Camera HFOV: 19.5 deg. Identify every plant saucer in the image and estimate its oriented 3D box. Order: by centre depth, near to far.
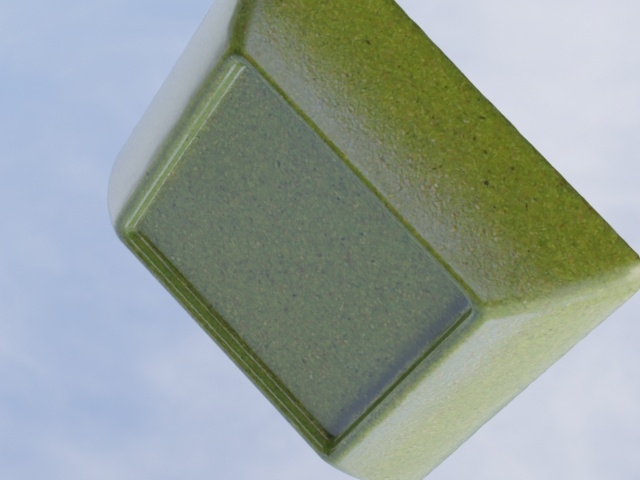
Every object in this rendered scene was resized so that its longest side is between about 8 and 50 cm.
[{"bbox_3d":[0.000,0.000,0.706,0.045,0.188,0.188,-38,172,-40],"label":"plant saucer"}]
